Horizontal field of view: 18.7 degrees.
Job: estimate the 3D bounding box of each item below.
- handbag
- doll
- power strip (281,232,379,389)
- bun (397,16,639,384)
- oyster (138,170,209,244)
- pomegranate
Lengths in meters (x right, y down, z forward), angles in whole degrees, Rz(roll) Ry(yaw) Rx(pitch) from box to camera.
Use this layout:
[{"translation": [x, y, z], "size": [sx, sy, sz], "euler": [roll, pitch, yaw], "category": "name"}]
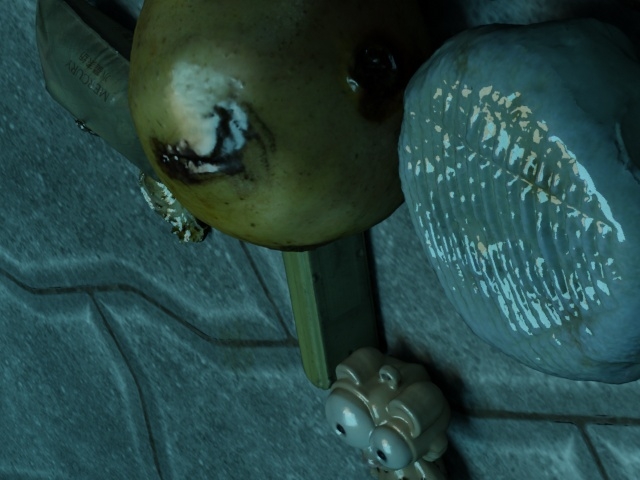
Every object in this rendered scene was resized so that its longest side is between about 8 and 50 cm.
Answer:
[{"translation": [-0.244, -0.179, 2.318], "size": [0.270, 0.117, 0.182], "euler": [41, 156, 23], "category": "handbag"}, {"translation": [0.098, 0.246, 2.227], "size": [0.154, 0.119, 0.278], "euler": [21, 140, 45], "category": "doll"}, {"translation": [0.000, 0.000, 2.145], "size": [0.066, 0.092, 0.387], "euler": [34, 144, 41], "category": "power strip"}, {"translation": [0.222, -0.043, 1.670], "size": [0.354, 0.194, 0.354], "euler": [40, 148, 32], "category": "bun"}, {"translation": [-0.185, -0.055, 2.433], "size": [0.086, 0.029, 0.132], "euler": [-18, 101, 54], "category": "oyster"}, {"translation": [-0.033, -0.146, 1.838], "size": [0.322, 0.322, 0.322], "euler": [37, 145, 31], "category": "pomegranate"}]
